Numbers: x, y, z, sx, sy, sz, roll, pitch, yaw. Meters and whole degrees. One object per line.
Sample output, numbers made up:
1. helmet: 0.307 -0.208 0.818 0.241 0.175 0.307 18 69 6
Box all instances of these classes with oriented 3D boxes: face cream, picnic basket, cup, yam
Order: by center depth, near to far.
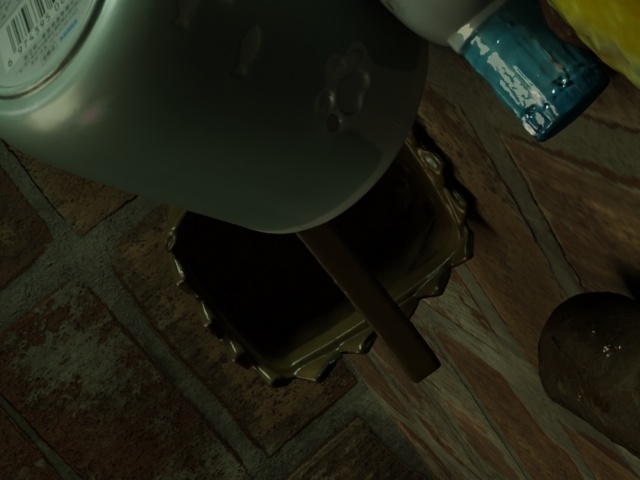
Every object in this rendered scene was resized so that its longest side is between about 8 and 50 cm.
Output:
1. face cream: 0.055 -0.207 0.842 0.336 0.080 0.163 50 175 8
2. cup: -0.106 -0.203 0.970 0.274 0.259 0.356 15 -114 -47
3. yam: 0.268 0.115 0.976 0.131 0.131 0.280 54 172 -19
4. picnic basket: 0.000 0.000 1.290 0.254 0.291 0.321 54 180 -20

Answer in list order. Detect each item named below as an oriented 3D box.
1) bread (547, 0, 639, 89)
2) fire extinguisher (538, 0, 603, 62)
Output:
1. bread: 0.101 -0.188 0.287 0.341 0.210 0.300 56 -179 -35
2. fire extinguisher: 0.143 -0.166 0.633 0.089 0.072 0.267 9 151 24
